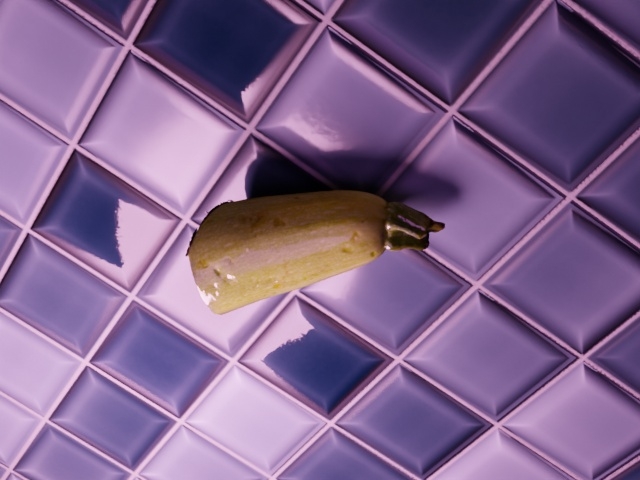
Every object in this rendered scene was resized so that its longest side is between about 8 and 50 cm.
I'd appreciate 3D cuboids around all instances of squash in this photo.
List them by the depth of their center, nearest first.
[{"bbox_3d":[-0.006,-0.015,1.079,0.288,0.137,0.137,-18,118,13],"label":"squash"}]
